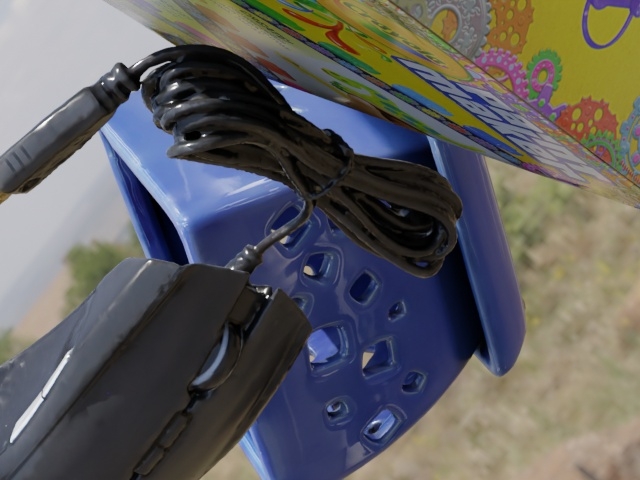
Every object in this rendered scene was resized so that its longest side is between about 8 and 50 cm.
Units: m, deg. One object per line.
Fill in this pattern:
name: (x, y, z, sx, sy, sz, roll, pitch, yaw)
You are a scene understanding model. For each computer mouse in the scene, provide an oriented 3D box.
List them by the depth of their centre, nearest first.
computer mouse: (-0.081, 0.041, 0.703, 0.262, 0.184, 0.060, -37, 47, 19)

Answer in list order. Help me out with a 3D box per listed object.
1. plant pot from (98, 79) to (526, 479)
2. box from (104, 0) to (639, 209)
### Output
plant pot: (0.000, 0.000, 1.251, 0.212, 0.236, 0.236, -25, 30, -10)
box: (0.040, -0.200, 0.626, 0.279, 0.177, 0.290, 23, 85, 44)
